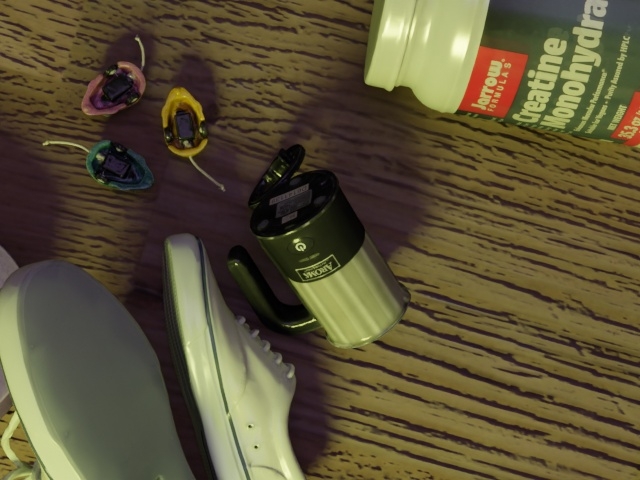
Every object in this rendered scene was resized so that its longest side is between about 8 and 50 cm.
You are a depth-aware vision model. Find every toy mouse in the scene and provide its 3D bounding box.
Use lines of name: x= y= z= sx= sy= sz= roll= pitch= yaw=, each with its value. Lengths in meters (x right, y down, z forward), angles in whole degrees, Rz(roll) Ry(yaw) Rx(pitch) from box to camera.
toy mouse: x=-0.175 y=-0.099 z=1.131 sx=0.143 sy=0.031 sz=0.161 roll=-16 pitch=83 yaw=-6

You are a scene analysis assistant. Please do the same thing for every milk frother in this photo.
milk frother: x=0.000 y=0.000 z=1.102 sx=0.134 sy=0.129 sz=0.143 roll=57 pitch=38 yaw=-30

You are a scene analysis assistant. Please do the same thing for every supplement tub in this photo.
supplement tub: x=0.186 y=-0.192 z=1.087 sx=0.272 sy=0.191 sz=0.191 roll=10 pitch=81 yaw=-2

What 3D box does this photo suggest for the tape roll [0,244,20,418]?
tape roll: x=-0.333 y=0.078 z=1.051 sx=0.189 sy=0.080 sz=0.188 roll=4 pitch=71 yaw=-12

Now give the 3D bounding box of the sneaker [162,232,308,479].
sneaker: x=-0.071 y=0.115 z=1.086 sx=0.091 sy=0.094 sz=0.258 roll=-14 pitch=91 yaw=-16

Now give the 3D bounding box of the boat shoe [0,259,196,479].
boat shoe: x=-0.185 y=0.195 z=1.028 sx=0.136 sy=0.157 sz=0.367 roll=-43 pitch=110 yaw=-51
